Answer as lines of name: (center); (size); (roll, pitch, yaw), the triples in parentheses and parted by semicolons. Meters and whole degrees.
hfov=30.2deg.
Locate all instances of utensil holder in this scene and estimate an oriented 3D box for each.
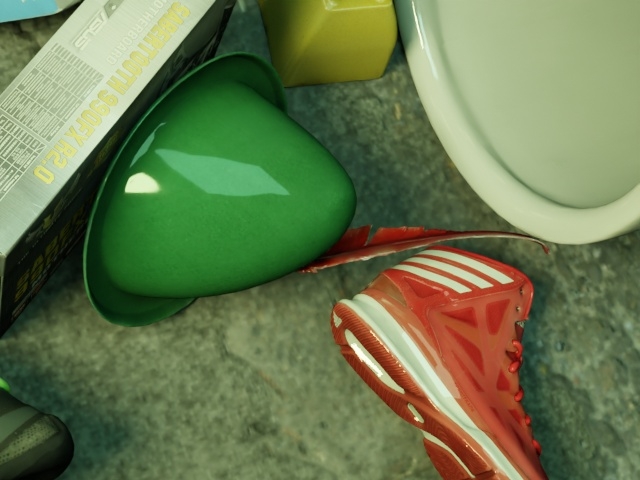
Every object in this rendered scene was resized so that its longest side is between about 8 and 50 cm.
utensil holder: (0.289, -0.199, 0.777); (0.385, 0.327, 0.327); (-14, 77, -21)

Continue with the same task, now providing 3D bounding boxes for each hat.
hat: (0.000, 0.000, 0.677); (0.183, 0.173, 0.208); (29, 68, 24)

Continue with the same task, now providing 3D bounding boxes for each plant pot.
plant pot: (0.010, -0.162, 0.812); (0.081, 0.083, 0.081); (-8, 74, -19)

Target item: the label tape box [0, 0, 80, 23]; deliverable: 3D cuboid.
label tape box: (-0.183, -0.270, 0.714); (0.334, 0.106, 0.240); (-37, 124, -23)

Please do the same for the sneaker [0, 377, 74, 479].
sneaker: (-0.232, 0.275, 0.547); (0.202, 0.185, 0.482); (14, 70, -8)

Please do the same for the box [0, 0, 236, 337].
box: (-0.135, -0.066, 0.685); (0.056, 0.183, 0.231); (36, 66, -3)

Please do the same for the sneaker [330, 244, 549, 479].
sneaker: (0.121, 0.094, 0.762); (0.128, 0.087, 0.221); (-38, 87, -22)
